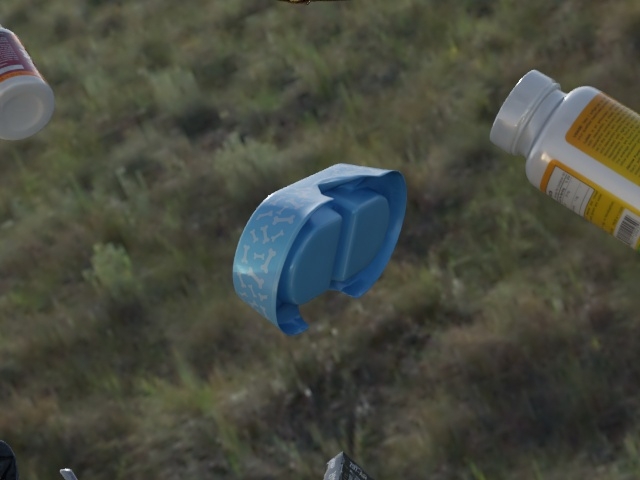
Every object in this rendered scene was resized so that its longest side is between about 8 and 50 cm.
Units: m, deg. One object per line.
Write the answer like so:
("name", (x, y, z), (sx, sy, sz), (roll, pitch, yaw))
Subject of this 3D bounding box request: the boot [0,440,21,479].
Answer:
("boot", (-0.406, 0.401, 1.938), (0.146, 0.445, 0.367), (-2, 49, 7))

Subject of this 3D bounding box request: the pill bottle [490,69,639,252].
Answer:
("pill bottle", (0.327, -0.095, 1.706), (0.245, 0.136, 0.136), (34, 48, 16))

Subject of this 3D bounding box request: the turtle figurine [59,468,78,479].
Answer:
("turtle figurine", (-0.241, 0.342, 1.424), (0.266, 0.198, 0.275), (4, 66, 27))

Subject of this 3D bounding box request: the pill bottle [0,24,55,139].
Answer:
("pill bottle", (-0.370, -0.191, 1.689), (0.086, 0.086, 0.152), (-27, 51, -11))

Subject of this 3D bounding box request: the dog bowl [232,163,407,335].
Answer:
("dog bowl", (0.000, 0.000, 1.719), (0.074, 0.166, 0.297), (23, 27, 25))

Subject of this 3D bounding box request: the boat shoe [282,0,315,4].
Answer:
("boat shoe", (-0.021, -0.286, 1.619), (0.178, 0.064, 0.060), (3, 49, -21))

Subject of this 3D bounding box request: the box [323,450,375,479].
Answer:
("box", (0.035, 0.200, 1.044), (0.018, 0.083, 0.067), (-39, 18, 22))
